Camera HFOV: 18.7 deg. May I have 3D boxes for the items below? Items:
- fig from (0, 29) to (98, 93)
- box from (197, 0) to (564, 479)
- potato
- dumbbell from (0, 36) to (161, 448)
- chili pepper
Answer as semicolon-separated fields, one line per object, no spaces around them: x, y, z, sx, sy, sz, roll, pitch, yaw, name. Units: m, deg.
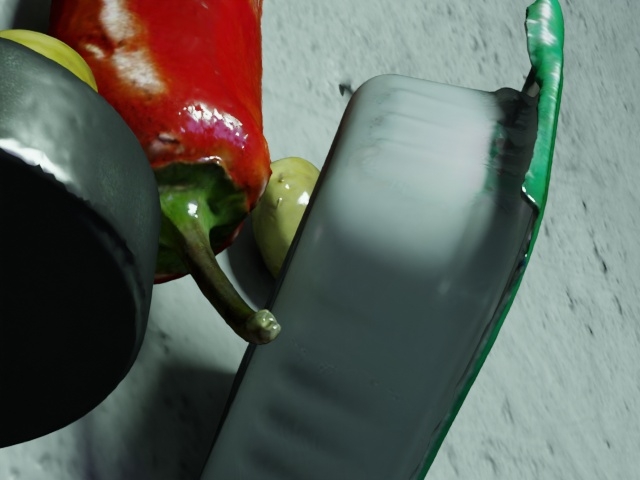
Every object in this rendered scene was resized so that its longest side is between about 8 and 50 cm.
-0.151;-0.027;0.943;0.153;0.121;0.136;-64;147;-50;fig
0.023;0.044;1.055;0.106;0.336;0.264;23;31;-2;box
0.000;0.000;1.257;0.138;0.070;0.091;33;44;-42;potato
-0.172;0.089;0.719;0.204;0.204;0.322;43;33;-34;dumbbell
-0.092;-0.049;1.074;0.134;0.131;0.338;96;-6;-51;chili pepper
